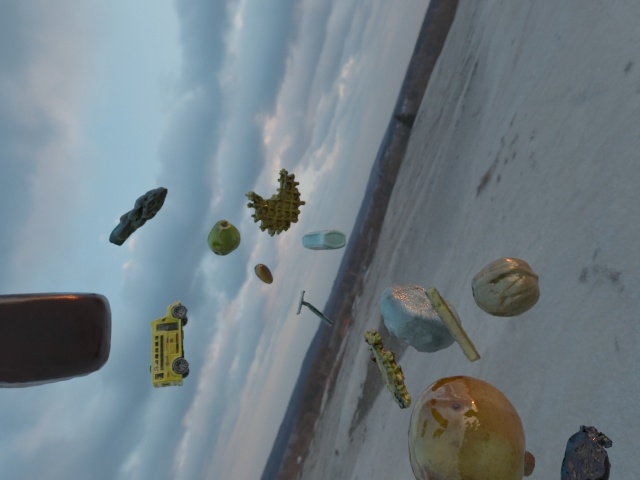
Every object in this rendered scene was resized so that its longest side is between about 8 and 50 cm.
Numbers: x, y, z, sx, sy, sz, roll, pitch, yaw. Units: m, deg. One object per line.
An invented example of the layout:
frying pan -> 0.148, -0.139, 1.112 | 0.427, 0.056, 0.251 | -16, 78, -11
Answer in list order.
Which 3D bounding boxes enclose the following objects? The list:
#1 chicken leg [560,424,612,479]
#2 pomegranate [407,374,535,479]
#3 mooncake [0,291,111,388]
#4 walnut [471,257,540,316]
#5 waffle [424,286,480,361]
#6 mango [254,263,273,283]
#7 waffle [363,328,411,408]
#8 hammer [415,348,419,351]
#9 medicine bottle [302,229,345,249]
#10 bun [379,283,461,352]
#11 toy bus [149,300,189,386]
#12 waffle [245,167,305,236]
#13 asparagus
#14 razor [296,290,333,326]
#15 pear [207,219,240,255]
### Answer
chicken leg -> 0.542, 0.505, 0.808 | 0.105, 0.051, 0.253 | -23, 43, 41
pomegranate -> 0.473, 0.656, 1.300 | 0.416, 0.416, 0.417 | 19, -90, -86
mooncake -> -0.576, 0.195, 0.790 | 0.334, 0.325, 0.174 | 24, -119, -74
walnut -> 0.477, 0.124, 1.043 | 0.166, 0.149, 0.167 | -31, 34, 24
waffle -> 0.223, 0.140, 0.692 | 0.021, 0.135, 0.092 | -32, -11, 5
mango -> -0.263, 0.156, 1.885 | 0.057, 0.114, 0.079 | -34, 14, 19
waffle -> 0.194, 0.374, 1.199 | 0.051, 0.229, 0.231 | -26, -2, -7
hammer -> 0.579, 0.474, 2.014 | 0.290, 0.037, 0.137 | -50, 45, 33
medicine bottle -> 0.000, 0.000, 1.715 | 0.228, 0.121, 0.083 | -3, 86, 59
bun -> 0.399, 0.317, 1.660 | 0.354, 0.354, 0.194 | -58, -12, -71
toy bus -> -0.618, 0.421, 1.655 | 0.144, 0.152, 0.330 | 118, 145, -58
waffle -> -0.182, -0.158, 1.795 | 0.293, 0.069, 0.260 | -44, -57, -31
asparagus -> -0.575, -0.086, 1.289 | 0.287, 0.080, 0.080 | -36, 12, 25
razor -> -0.010, 0.260, 1.444 | 0.211, 0.035, 0.084 | 42, -130, -41
pear -> -0.264, -0.007, 1.095 | 0.092, 0.092, 0.097 | -60, -37, -67
